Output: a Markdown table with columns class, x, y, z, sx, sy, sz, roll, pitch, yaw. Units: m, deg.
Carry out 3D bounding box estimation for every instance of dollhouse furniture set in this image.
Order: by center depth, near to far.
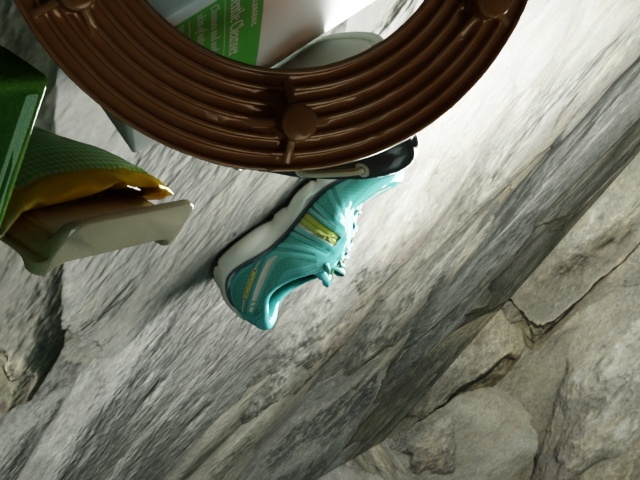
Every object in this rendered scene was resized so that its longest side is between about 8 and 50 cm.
| class | x | y | z | sx | sy | sz | roll | pitch | yaw |
| --- | --- | --- | --- | --- | --- | --- | --- | --- | --- |
| dollhouse furniture set | -0.224 | -0.081 | 0.788 | 0.301 | 0.198 | 0.151 | -16 | 131 | -58 |

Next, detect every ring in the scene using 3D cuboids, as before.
| class | x | y | z | sx | sy | sz | roll | pitch | yaw |
| --- | --- | --- | --- | --- | --- | --- | --- | --- | --- |
| ring | -0.014 | -0.204 | 0.661 | 0.337 | 0.336 | 0.032 | -35 | -162 | -12 |

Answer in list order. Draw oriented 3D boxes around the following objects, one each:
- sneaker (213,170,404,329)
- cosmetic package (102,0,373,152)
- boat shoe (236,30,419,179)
| class | x | y | z | sx | sy | sz | roll | pitch | yaw |
| --- | --- | --- | --- | --- | --- | --- | --- | --- | --- |
| sneaker | 0.000 | 0.000 | 1.485 | 0.275 | 0.110 | 0.107 | -41 | 161 | 3 |
| cosmetic package | -0.016 | -0.239 | 0.797 | 0.366 | 0.155 | 0.197 | -34 | 171 | -11 |
| boat shoe | -0.053 | -0.094 | 0.928 | 0.114 | 0.302 | 0.091 | -42 | 121 | -26 |
